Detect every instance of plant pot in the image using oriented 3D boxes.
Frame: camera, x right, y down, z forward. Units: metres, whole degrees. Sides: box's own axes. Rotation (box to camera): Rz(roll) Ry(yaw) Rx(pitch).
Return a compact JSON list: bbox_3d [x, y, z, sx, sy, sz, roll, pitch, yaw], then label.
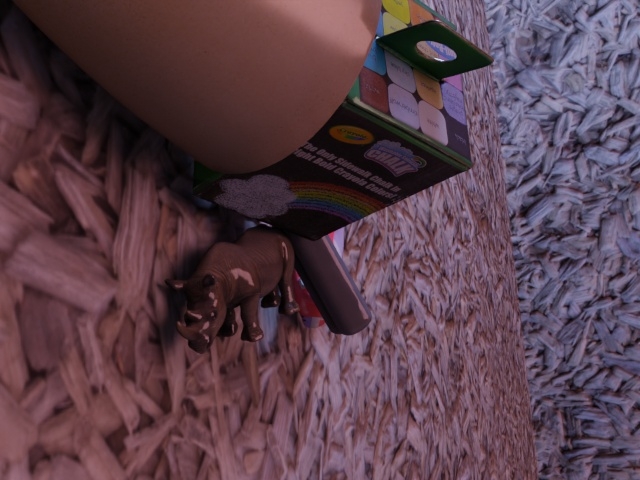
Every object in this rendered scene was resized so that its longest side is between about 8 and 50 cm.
[{"bbox_3d":[-0.134,-0.220,0.664,0.274,0.257,0.256,24,60,-44],"label":"plant pot"}]

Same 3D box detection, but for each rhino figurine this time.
[{"bbox_3d":[-0.091,0.050,0.860,0.243,0.073,0.106,-32,116,-64],"label":"rhino figurine"}]

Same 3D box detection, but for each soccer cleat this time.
[{"bbox_3d":[0.000,0.000,1.112,0.095,0.083,0.248,101,-5,-52],"label":"soccer cleat"}]

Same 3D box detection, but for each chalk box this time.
[{"bbox_3d":[0.029,-0.145,0.815,0.180,0.289,0.179,21,56,-40],"label":"chalk box"}]

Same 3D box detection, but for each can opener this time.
[{"bbox_3d":[-0.012,-0.021,0.972,0.280,0.093,0.074,65,-15,-3],"label":"can opener"}]
